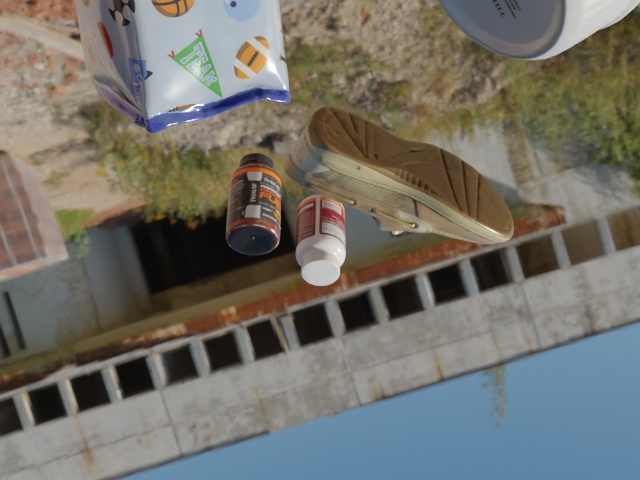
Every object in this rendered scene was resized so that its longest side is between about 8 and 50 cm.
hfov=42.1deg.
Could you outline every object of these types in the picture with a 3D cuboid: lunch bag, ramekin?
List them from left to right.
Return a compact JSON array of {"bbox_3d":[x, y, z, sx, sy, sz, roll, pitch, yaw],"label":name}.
[{"bbox_3d":[-0.203,-0.344,1.049,0.239,0.328,0.385,-14,-156,-27],"label":"lunch bag"},{"bbox_3d":[0.235,-0.333,0.962,0.127,0.273,0.273,-43,-169,-18],"label":"ramekin"}]

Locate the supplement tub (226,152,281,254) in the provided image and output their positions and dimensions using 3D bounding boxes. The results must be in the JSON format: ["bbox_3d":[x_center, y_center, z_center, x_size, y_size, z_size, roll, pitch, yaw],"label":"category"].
[{"bbox_3d":[-0.129,-0.077,1.629,0.106,0.198,0.106,-1,144,-1],"label":"supplement tub"}]

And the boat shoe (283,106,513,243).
[{"bbox_3d":[0.115,-0.072,1.172,0.110,0.341,0.121,-50,-158,41],"label":"boat shoe"}]

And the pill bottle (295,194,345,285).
[{"bbox_3d":[0.000,0.000,1.422,0.086,0.086,0.152,-17,-137,18],"label":"pill bottle"}]
